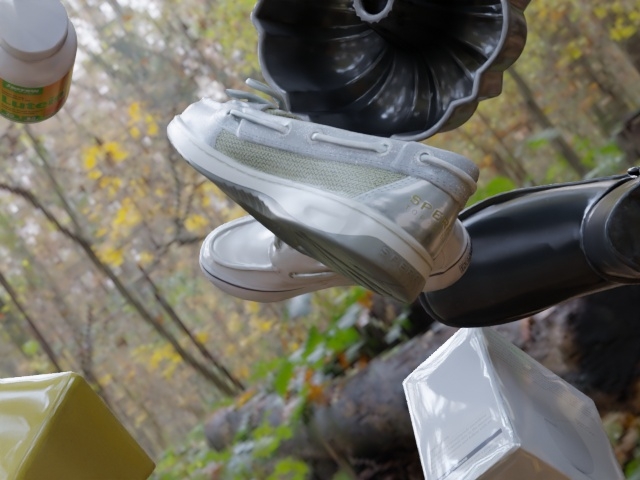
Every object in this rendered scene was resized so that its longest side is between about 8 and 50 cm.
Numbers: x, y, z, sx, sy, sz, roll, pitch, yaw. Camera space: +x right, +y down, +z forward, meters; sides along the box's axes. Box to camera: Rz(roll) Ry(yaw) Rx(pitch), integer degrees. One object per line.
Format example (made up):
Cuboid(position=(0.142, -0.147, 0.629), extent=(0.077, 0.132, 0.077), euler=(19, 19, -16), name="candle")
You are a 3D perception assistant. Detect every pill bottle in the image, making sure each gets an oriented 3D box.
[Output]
Cuboid(position=(-0.429, -0.273, 1.775), extent=(0.136, 0.136, 0.245), euler=(-35, -3, -21), name="pill bottle")

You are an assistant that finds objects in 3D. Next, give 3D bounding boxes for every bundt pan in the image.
Cuboid(position=(0.089, -0.256, 1.326), extent=(0.331, 0.331, 0.124), euler=(-40, -21, 27), name="bundt pan")

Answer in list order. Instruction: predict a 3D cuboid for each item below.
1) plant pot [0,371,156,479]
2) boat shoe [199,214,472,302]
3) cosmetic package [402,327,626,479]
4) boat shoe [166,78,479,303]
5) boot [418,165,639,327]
Cuboid(position=(-0.402, 0.333, 1.716), extent=(0.212, 0.212, 0.187), euler=(-9, 38, 34), name="plant pot")
Cuboid(position=(0.000, 0.000, 1.098), extent=(0.088, 0.267, 0.096), euler=(53, -134, -52), name="boat shoe")
Cuboid(position=(0.233, 0.249, 1.418), extent=(0.138, 0.224, 0.225), euler=(-44, 28, 22), name="cosmetic package")
Cuboid(position=(-0.009, -0.053, 0.899), extent=(0.103, 0.118, 0.320), euler=(-53, 34, -6), name="boat shoe")
Cuboid(position=(0.273, 0.006, 1.174), extent=(0.367, 0.146, 0.445), euler=(-21, 3, 3), name="boot")
